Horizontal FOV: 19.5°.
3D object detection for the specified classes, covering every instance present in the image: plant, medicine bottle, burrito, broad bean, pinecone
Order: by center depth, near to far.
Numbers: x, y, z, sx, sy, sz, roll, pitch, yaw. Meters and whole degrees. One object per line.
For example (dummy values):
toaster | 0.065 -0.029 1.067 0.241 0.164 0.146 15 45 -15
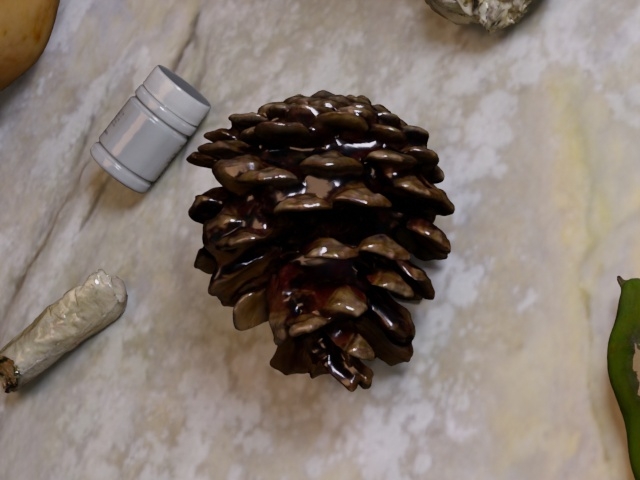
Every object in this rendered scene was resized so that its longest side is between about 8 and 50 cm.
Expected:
broad bean | 0.223 0.131 1.153 0.065 0.046 0.254 -27 58 17
pinecone | -0.002 -0.003 1.301 0.184 0.179 0.204 9 94 61
plant | 0.105 -0.214 1.339 0.104 0.122 0.116 -49 41 6
burrito | -0.216 0.076 1.504 0.149 0.055 0.041 -38 84 16
medicine bottle | -0.137 -0.090 1.506 0.091 0.058 0.058 -51 50 9

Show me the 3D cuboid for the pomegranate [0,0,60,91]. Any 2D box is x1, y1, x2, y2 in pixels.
pomegranate | -0.418 -0.264 1.598 0.411 0.411 0.411 -15 63 32
